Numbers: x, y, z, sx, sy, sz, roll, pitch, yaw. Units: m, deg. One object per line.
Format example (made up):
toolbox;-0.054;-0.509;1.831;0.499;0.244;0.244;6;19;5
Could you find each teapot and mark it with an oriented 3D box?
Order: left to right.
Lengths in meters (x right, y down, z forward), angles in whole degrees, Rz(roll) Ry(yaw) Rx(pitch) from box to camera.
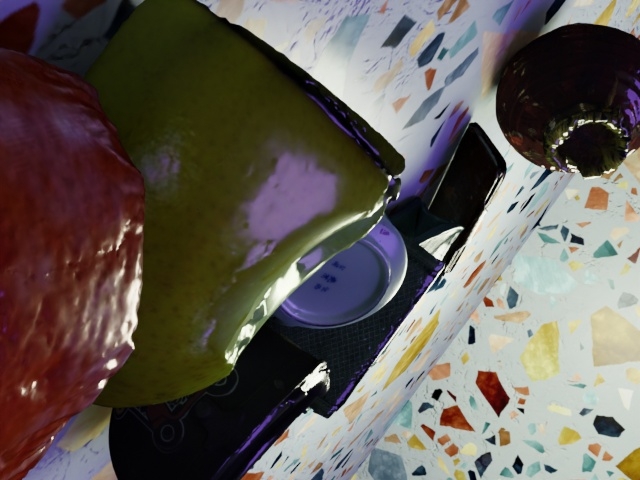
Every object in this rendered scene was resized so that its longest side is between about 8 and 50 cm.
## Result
teapot;0.000;0.000;0.845;0.232;0.159;0.159;-53;163;28

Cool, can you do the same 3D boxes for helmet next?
helmet;-0.117;0.173;0.831;0.230;0.160;0.279;-47;173;-15

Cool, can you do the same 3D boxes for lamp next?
lamp;0.378;-0.200;1.189;0.247;0.247;0.247;-44;160;-21

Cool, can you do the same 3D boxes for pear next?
pear;-0.084;0.002;0.547;0.292;0.159;0.292;-46;171;-9

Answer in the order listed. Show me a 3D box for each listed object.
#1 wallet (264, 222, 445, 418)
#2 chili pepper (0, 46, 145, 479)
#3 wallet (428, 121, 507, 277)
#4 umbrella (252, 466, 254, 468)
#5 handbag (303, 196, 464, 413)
wallet;0.017;0.076;0.970;0.236;0.160;0.055;-53;-179;3
chili pepper;-0.196;0.044;0.310;0.305;0.229;0.252;-14;111;-60
wallet;0.219;-0.059;1.270;0.031;0.122;0.232;1;135;-23
umbrella;-0.064;0.175;1.056;0.349;0.094;0.143;-58;154;11
handbag;0.068;0.096;1.235;0.238;0.089;0.327;-24;148;-54
